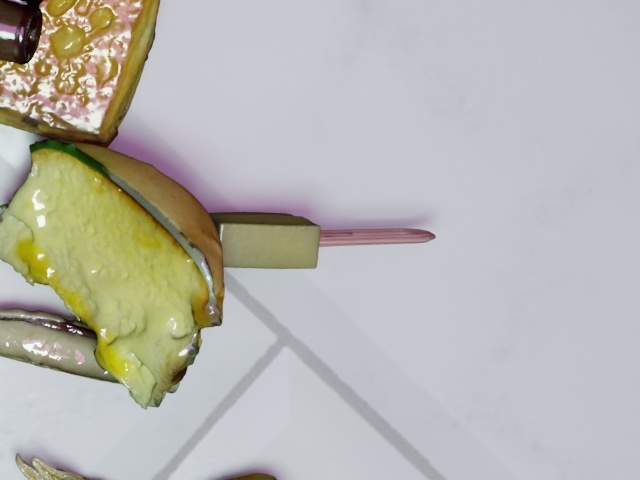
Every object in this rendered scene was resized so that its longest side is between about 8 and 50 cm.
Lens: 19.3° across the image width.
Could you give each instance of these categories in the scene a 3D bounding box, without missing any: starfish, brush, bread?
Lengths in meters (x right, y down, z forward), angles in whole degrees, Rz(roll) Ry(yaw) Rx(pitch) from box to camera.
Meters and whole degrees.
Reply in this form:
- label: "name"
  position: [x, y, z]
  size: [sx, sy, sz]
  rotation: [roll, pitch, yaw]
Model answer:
- label: "starfish"
  position: [-0.229, 0.249, 1.797]
  size: [0.130, 0.041, 0.133]
  rotation: [-3, 122, -12]
- label: "brush"
  position: [0.000, 0.000, 1.817]
  size: [0.233, 0.103, 0.047]
  rotation: [1, 97, -18]
- label: "bread"
  position: [-0.167, 0.019, 1.729]
  size: [0.251, 0.133, 0.174]
  rotation: [41, 116, 20]
- label: "bread"
  position: [-0.254, -0.217, 1.726]
  size: [0.210, 0.099, 0.235]
  rotation: [18, 94, -15]
- label: "bread"
  position: [-0.232, 0.101, 1.767]
  size: [0.214, 0.073, 0.053]
  rotation: [15, 89, -16]

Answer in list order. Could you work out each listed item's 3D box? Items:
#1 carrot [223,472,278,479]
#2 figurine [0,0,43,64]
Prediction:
- label: "carrot"
  position: [-0.120, 0.290, 1.813]
  size: [0.193, 0.087, 0.087]
  rotation: [-25, 101, -10]
- label: "figurine"
  position: [-0.416, -0.240, 1.598]
  size: [0.370, 0.167, 0.281]
  rotation: [14, 99, 3]
